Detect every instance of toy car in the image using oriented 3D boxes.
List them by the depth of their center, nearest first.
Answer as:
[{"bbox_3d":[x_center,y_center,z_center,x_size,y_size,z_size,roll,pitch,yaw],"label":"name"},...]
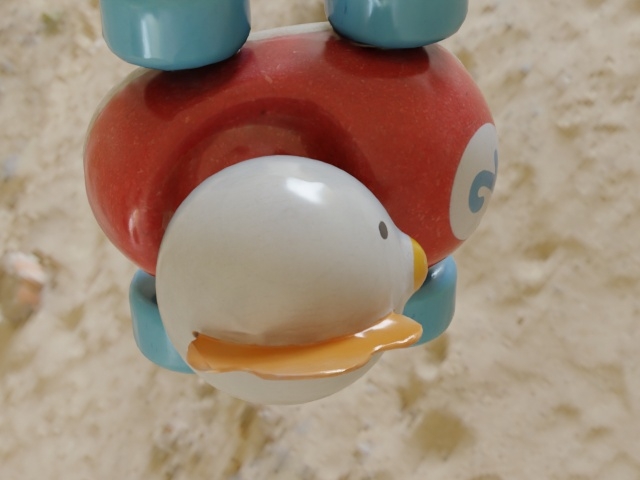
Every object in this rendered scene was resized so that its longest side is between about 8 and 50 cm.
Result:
[{"bbox_3d":[0.000,0.000,0.732,0.210,0.219,0.238,-6,33,-9],"label":"toy car"}]
